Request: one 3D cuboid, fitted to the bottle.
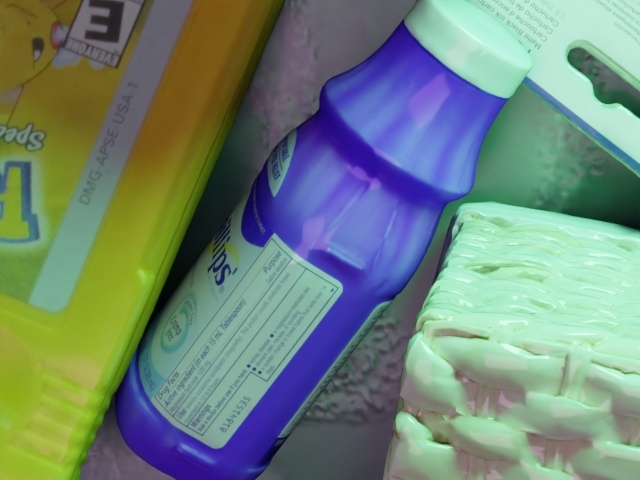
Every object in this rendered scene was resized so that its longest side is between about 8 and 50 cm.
[{"bbox_3d":[0.000,0.000,0.959,0.092,0.118,0.283,31,111,-14],"label":"bottle"}]

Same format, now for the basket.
[{"bbox_3d":[0.181,0.183,0.896,0.331,0.266,0.328,12,102,7],"label":"basket"}]

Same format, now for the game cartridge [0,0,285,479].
[{"bbox_3d":[-0.202,-0.056,0.975,0.285,0.052,0.323,21,81,6],"label":"game cartridge"}]

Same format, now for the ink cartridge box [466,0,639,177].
[{"bbox_3d":[0.201,-0.145,0.941,0.223,0.045,0.224,39,106,3],"label":"ink cartridge box"}]
